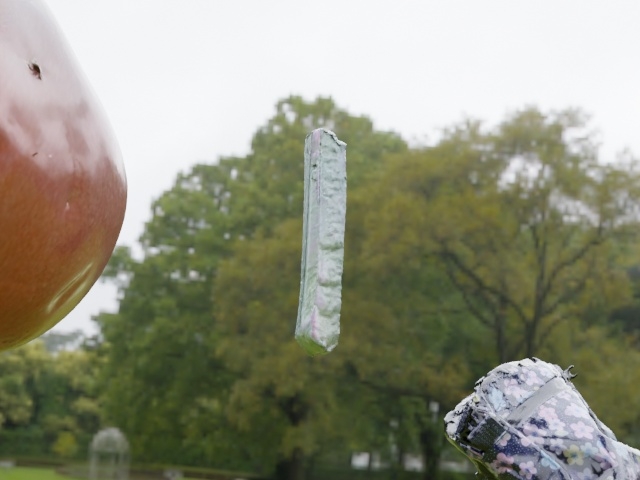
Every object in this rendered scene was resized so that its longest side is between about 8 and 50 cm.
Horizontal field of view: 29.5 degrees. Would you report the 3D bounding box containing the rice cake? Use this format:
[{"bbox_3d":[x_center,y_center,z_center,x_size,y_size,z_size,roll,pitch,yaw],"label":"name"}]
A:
[{"bbox_3d":[0.000,0.000,1.107,0.034,0.211,0.043,9,-19,-22],"label":"rice cake"}]

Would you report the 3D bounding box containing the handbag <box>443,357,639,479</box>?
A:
[{"bbox_3d":[0.236,0.219,1.253,0.208,0.127,0.228,42,26,21],"label":"handbag"}]

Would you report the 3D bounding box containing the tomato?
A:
[{"bbox_3d":[-0.303,-0.070,1.001,0.272,0.341,0.341,-37,-25,19],"label":"tomato"}]
